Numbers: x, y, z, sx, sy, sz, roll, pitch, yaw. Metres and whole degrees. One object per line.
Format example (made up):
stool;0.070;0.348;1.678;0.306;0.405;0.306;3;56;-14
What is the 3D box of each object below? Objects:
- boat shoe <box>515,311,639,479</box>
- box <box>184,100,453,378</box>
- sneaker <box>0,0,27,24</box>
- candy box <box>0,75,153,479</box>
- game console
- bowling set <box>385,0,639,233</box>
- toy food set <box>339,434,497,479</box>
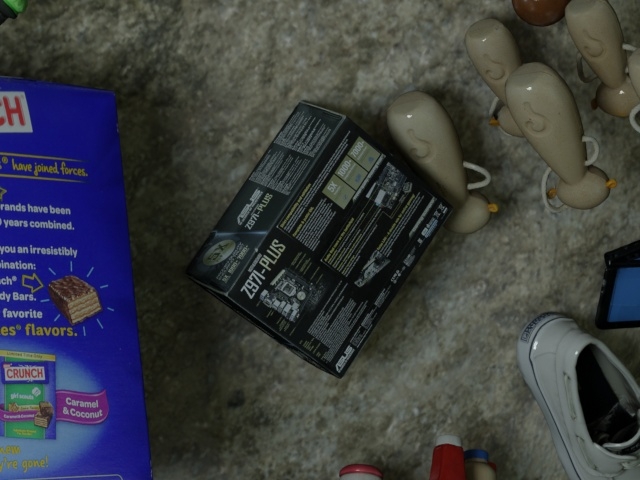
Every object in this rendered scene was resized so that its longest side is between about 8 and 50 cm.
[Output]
boat shoe;0.282;0.180;1.769;0.096;0.088;0.268;-38;120;-18
box;0.000;0.000;1.549;0.147;0.077;0.180;37;83;-34
sneaker;-0.425;-0.205;1.195;0.482;0.185;0.202;9;117;-31
candy box;-0.265;0.046;1.282;0.268;0.122;0.317;3;77;-40
game console;0.338;0.039;1.778;0.122;0.107;0.071;-2;76;-32
bowling set;0.217;-0.132;1.595;0.154;0.287;0.200;58;38;-36
toy food set;0.080;0.227;1.656;0.232;0.111;0.105;15;65;-24
